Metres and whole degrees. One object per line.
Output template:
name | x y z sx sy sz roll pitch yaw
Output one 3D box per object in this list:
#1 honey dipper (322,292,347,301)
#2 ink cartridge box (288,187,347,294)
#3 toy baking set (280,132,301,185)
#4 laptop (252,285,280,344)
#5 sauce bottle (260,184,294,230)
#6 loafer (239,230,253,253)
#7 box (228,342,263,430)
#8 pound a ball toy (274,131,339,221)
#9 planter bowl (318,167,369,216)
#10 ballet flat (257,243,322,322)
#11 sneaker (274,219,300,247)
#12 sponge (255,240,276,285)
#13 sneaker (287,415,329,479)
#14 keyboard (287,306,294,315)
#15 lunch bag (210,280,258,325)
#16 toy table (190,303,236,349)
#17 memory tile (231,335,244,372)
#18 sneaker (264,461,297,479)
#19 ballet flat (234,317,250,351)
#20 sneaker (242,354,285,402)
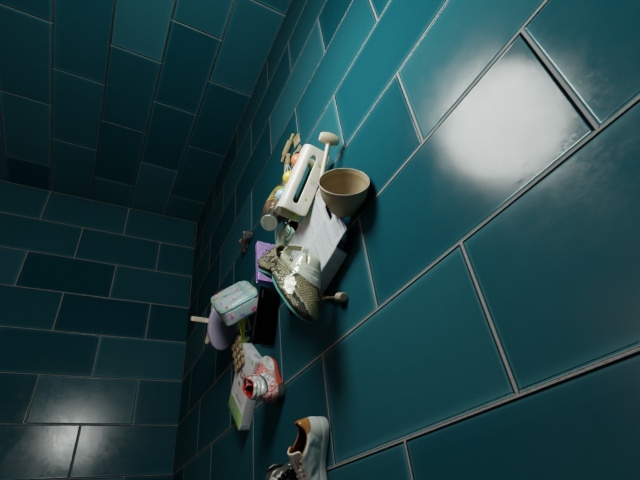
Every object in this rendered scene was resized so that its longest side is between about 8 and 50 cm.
honey dipper | 0.041 0.188 1.363 0.160 0.030 0.031 163 116 -65
ink cartridge box | 0.000 0.000 1.488 0.330 0.071 0.324 -58 30 29
toy baking set | -0.158 -0.406 2.043 0.256 0.030 0.197 -59 31 33
laptop | -0.259 0.330 1.790 0.264 0.136 0.235 -19 61 61
sauce bottle | -0.183 -0.139 1.754 0.344 0.111 0.112 -82 16 -63
loafer | -0.449 0.007 2.418 0.170 0.061 0.062 -64 30 28
box | -0.347 0.669 1.910 0.232 0.058 0.323 18 94 65
pound a ball toy | -0.063 -0.253 1.563 0.320 0.135 0.208 -69 11 -13
planter bowl | 0.075 -0.145 1.322 0.162 0.161 0.109 -111 15 -50
ballet flat | -0.092 0.102 1.396 0.182 0.164 0.482 -54 25 -2
sneaker | -0.139 0.029 1.722 0.151 0.094 0.256 135 141 -55
sponge | -0.235 0.105 1.866 0.031 0.117 0.210 -49 37 42
sneaker | -0.048 0.675 1.213 0.105 0.122 0.291 -28 55 55
keyboard | -0.090 0.229 1.590 0.108 0.023 0.180 64 143 28
lunch bag | -0.415 0.299 2.048 0.279 0.223 0.108 22 138 63
toy table | -0.574 0.458 2.288 0.160 0.252 0.275 -7 59 47
memory tile | -0.394 0.543 1.963 0.113 0.012 0.148 -55 41 37
sneaker | -0.145 0.801 1.402 0.235 0.078 0.106 -65 30 28
ballet flat | -0.388 0.464 2.057 0.077 0.077 0.231 -34 55 57
sneaker | -0.245 0.543 1.651 0.270 0.144 0.090 43 117 62
